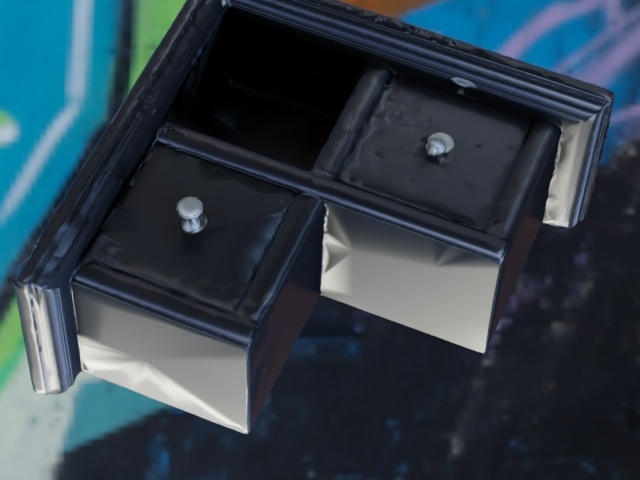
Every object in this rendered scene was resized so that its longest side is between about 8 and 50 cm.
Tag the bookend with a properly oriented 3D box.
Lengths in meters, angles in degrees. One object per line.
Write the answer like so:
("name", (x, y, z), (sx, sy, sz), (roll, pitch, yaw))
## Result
("bookend", (0.000, 0.000, 0.655), (0.072, 0.156, 0.157), (93, 21, -55))
